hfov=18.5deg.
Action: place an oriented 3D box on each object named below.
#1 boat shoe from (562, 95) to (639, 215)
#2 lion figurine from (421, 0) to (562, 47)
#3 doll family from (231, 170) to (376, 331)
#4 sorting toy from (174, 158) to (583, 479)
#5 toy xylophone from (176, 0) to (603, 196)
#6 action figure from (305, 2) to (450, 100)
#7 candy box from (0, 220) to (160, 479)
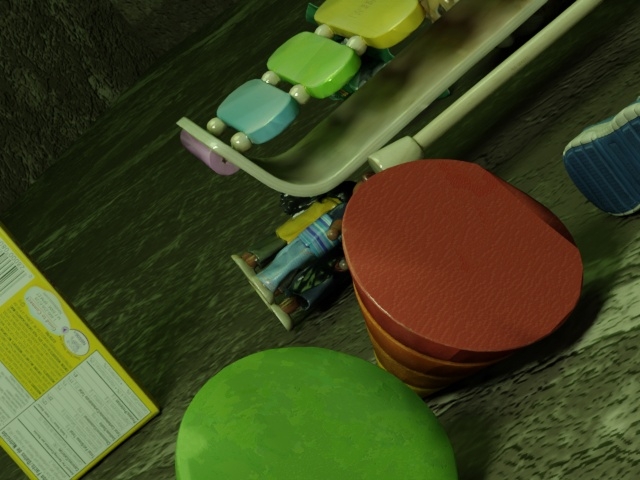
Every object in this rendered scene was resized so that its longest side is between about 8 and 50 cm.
[{"bbox_3d":[0.185,-0.059,0.993,0.066,0.066,0.183,-42,12,-16],"label":"boat shoe"},{"bbox_3d":[0.146,-0.309,1.457,0.240,0.392,0.142,7,44,26],"label":"lion figurine"},{"bbox_3d":[0.000,0.000,1.351,0.111,0.076,0.193,-36,17,-3],"label":"doll family"},{"bbox_3d":[0.000,0.118,0.922,0.365,0.127,0.126,-53,-12,-39],"label":"sorting toy"},{"bbox_3d":[0.059,-0.139,1.317,0.322,0.081,0.236,-45,20,-12],"label":"toy xylophone"},{"bbox_3d":[0.030,-0.146,1.721,0.063,0.137,0.232,-54,4,-3],"label":"action figure"},{"bbox_3d":[-0.219,0.076,1.408,0.105,0.206,0.027,-39,8,5],"label":"candy box"}]
